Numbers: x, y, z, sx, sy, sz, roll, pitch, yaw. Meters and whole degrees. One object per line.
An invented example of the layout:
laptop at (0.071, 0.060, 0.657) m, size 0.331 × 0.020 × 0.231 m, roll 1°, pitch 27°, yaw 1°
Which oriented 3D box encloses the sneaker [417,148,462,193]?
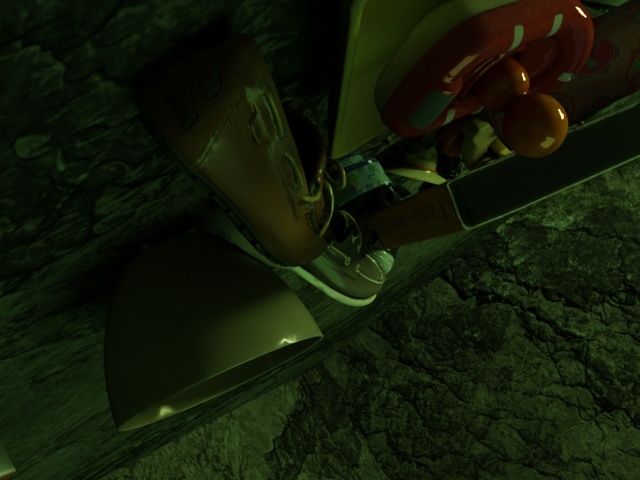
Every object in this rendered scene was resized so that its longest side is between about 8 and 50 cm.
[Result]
sneaker at (0.222, -0.119, 1.436) m, size 0.077 × 0.072 × 0.178 m, roll 113°, pitch -12°, yaw -45°

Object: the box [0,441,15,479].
box at (-0.531, 0.265, 0.787) m, size 0.215 × 0.168 × 0.345 m, roll -40°, pitch 167°, yaw 24°

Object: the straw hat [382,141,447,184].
straw hat at (0.169, -0.134, 1.340) m, size 0.144 × 0.144 × 0.061 m, roll -2°, pitch 108°, yaw -68°

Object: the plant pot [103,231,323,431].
plant pot at (-0.165, 0.102, 1.034) m, size 0.284 × 0.191 × 0.284 m, roll -25°, pitch 169°, yaw -5°

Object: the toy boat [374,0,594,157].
toy boat at (0.175, -0.144, 0.745) m, size 0.231 × 0.151 × 0.151 m, roll -26°, pitch 166°, yaw -35°

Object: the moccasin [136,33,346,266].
moccasin at (-0.048, -0.081, 0.812) m, size 0.147 × 0.139 × 0.380 m, roll -39°, pitch 151°, yaw -2°

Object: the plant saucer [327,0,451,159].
plant saucer at (0.135, -0.249, 0.785) m, size 0.333 × 0.081 × 0.333 m, roll -32°, pitch 168°, yaw -11°

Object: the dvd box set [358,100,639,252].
dvd box set at (0.239, -0.077, 1.044) m, size 0.307 × 0.062 × 0.420 m, roll -23°, pitch 180°, yaw -10°

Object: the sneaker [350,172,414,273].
sneaker at (0.089, -0.033, 1.359) m, size 0.153 × 0.101 × 0.268 m, roll -54°, pitch -162°, yaw -4°

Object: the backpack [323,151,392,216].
backpack at (0.042, -0.080, 1.170) m, size 0.105 × 0.084 × 0.114 m, roll -25°, pitch 172°, yaw -27°

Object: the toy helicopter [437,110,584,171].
toy helicopter at (0.336, -0.232, 1.280) m, size 0.235 × 0.140 × 0.355 m, roll -25°, pitch 153°, yaw -13°

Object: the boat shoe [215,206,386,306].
boat shoe at (0.000, 0.000, 1.103) m, size 0.097 × 0.116 × 0.324 m, roll -46°, pitch 135°, yaw 15°

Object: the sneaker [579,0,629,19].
sneaker at (0.430, -0.338, 1.090) m, size 0.330 × 0.122 × 0.146 m, roll -24°, pitch 140°, yaw -37°

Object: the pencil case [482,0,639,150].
pencil case at (0.331, -0.216, 0.961) m, size 0.284 × 0.124 × 0.124 m, roll -24°, pitch 172°, yaw 19°
